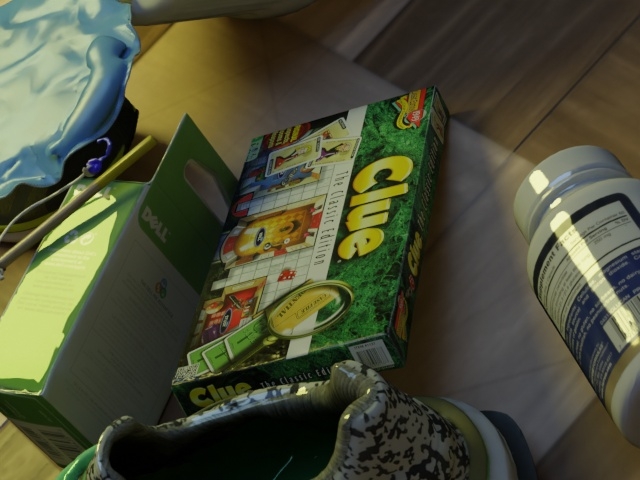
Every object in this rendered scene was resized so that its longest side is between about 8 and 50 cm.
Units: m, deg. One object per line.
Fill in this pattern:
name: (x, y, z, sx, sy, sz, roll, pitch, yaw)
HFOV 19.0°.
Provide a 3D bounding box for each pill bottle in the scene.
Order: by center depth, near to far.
pill bottle: (0.169, 0.026, 1.033, 0.094, 0.094, 0.169, -32, 45, 5)

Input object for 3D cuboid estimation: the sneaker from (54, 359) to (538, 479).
sneaker: (-0.099, 0.148, 1.036, 0.410, 0.182, 0.158, -21, 48, 16)

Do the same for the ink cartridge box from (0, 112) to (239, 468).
ink cartridge box: (-0.125, 0.032, 1.196, 0.062, 0.109, 0.209, 6, 59, 33)

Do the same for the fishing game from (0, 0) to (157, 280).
fishing game: (-0.194, -0.097, 1.252, 0.189, 0.041, 0.264, -42, 48, 1)

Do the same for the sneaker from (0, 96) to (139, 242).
sneaker: (-0.266, -0.068, 1.350, 0.300, 0.121, 0.111, -7, 53, 27)

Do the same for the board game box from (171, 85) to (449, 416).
board game box: (0.000, 0.000, 1.149, 0.136, 0.030, 0.259, -13, 32, 18)

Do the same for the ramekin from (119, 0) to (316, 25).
ramekin: (-0.102, -0.276, 1.293, 0.135, 0.277, 0.277, -20, 31, -40)
